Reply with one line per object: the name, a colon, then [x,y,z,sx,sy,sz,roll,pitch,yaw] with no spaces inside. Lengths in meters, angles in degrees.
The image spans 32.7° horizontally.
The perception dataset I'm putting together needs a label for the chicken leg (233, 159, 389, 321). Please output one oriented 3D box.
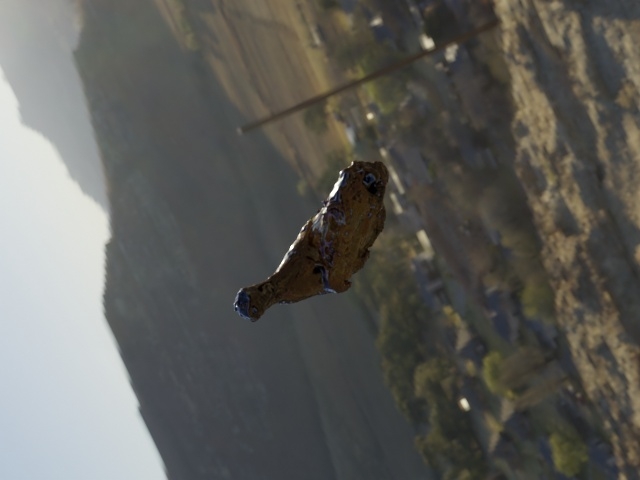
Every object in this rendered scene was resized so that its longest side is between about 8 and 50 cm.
chicken leg: [0.001,0.003,0.634,0.037,0.145,0.062,22,147,27]
